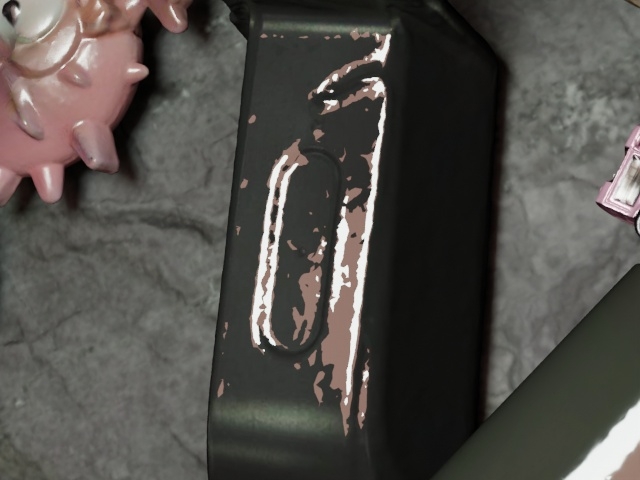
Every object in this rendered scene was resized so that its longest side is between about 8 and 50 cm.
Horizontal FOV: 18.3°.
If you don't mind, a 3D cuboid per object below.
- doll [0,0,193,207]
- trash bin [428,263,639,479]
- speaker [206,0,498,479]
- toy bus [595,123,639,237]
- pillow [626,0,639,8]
[{"bbox_3d":[-0.201,-0.133,1.447,0.262,0.093,0.211,-21,76,25],"label":"doll"},{"bbox_3d":[0.147,0.194,1.175,0.334,0.214,0.214,-48,66,6],"label":"trash bin"},{"bbox_3d":[0.000,0.000,1.286,0.180,0.184,0.388,2,84,25],"label":"speaker"},{"bbox_3d":[0.275,-0.008,1.230,0.203,0.063,0.090,26,90,24],"label":"toy bus"},{"bbox_3d":[0.260,-0.260,1.228,0.067,0.173,0.270,26,94,61],"label":"pillow"}]
